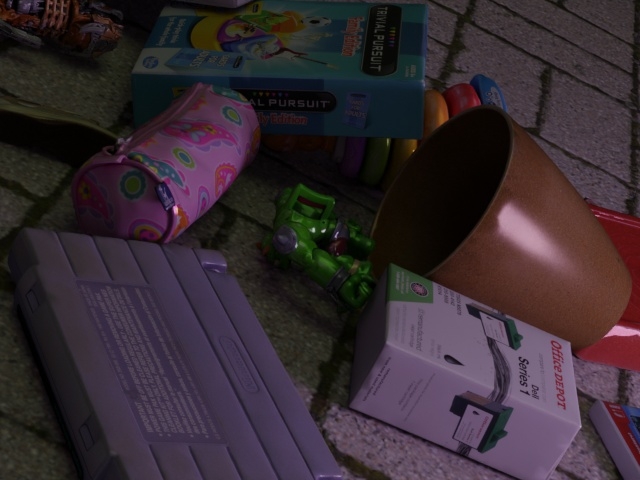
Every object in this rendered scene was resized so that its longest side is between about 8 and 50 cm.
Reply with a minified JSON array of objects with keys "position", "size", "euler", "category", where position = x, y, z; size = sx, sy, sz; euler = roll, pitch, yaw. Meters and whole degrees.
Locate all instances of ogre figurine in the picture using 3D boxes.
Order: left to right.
[{"position":[0.000,0.000,1.621],"size":[0.118,0.097,0.197],"euler":[34,38,-14],"category":"ogre figurine"}]

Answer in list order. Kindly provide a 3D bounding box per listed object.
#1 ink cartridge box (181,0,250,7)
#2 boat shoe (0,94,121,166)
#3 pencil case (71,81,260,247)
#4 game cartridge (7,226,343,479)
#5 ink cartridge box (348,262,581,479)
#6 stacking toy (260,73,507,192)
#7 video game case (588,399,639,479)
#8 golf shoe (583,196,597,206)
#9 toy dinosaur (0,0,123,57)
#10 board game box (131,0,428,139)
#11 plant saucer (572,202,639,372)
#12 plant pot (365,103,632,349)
[{"position":[-0.179,-0.387,2.015],"size":[0.304,0.072,0.307],"euler":[10,25,21],"category":"ink cartridge box"},{"position":[-0.282,-0.120,1.610],"size":[0.153,0.056,0.048],"euler":[12,36,-13],"category":"boat shoe"},{"position":[-0.158,-0.079,1.579],"size":[0.124,0.124,0.284],"euler":[31,27,5],"category":"pencil case"},{"position":[-0.134,0.126,1.332],"size":[0.230,0.068,0.355],"euler":[4,37,-32],"category":"game cartridge"},{"position":[0.147,0.136,1.526],"size":[0.219,0.092,0.160],"euler":[23,29,-9],"category":"ink cartridge box"},{"position":[0.071,-0.125,1.866],"size":[0.302,0.165,0.175],"euler":[6,42,-10],"category":"stacking toy"},{"position":[0.448,0.272,1.642],"size":[0.285,0.025,0.204],"euler":[14,32,-26],"category":"video game case"},{"position":[0.307,-0.029,1.970],"size":[0.186,0.067,0.086],"euler":[14,33,-26],"category":"golf shoe"},{"position":[-0.385,-0.332,1.785],"size":[0.322,0.164,0.218],"euler":[38,38,-29],"category":"toy dinosaur"},{"position":[-0.040,-0.215,1.817],"size":[0.336,0.079,0.253],"euler":[2,29,4],"category":"board game box"},{"position":[0.400,0.055,1.879],"size":[0.258,0.047,0.259],"euler":[14,45,-26],"category":"plant saucer"},{"position":[0.222,0.015,1.693],"size":[0.254,0.237,0.237],"euler":[34,24,-23],"category":"plant pot"}]
